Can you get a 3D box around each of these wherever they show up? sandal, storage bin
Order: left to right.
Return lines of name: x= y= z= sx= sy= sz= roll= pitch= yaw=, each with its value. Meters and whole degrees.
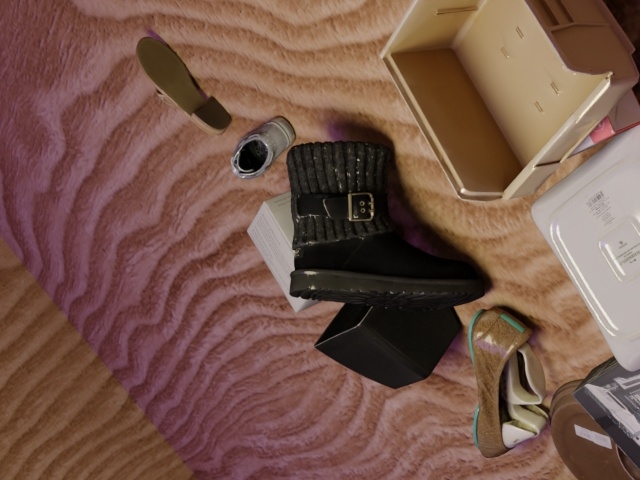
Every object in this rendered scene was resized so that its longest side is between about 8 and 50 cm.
sandal: x=-0.281 y=-0.281 z=2.086 sx=0.240 sy=0.088 sz=0.079 roll=45 pitch=143 yaw=2
storage bin: x=0.227 y=-0.220 z=1.333 sx=0.260 sy=0.123 sz=0.262 roll=64 pitch=147 yaw=22

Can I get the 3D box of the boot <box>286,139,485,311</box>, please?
boot: x=0.110 y=-0.027 z=1.770 sx=0.131 sy=0.348 sz=0.260 roll=143 pitch=131 yaw=-67

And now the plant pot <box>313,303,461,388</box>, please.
plant pot: x=0.132 y=0.158 z=1.916 sx=0.167 sy=0.187 sz=0.188 roll=44 pitch=150 yaw=-8

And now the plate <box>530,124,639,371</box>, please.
plate: x=0.412 y=0.010 z=1.408 sx=0.278 sy=0.045 sz=0.277 roll=62 pitch=143 yaw=14

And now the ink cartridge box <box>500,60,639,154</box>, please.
ink cartridge box: x=0.315 y=-0.166 z=1.407 sx=0.198 sy=0.067 sz=0.115 roll=-30 pitch=83 yaw=60

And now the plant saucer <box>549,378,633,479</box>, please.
plant saucer: x=0.487 y=0.350 z=1.765 sx=0.278 sy=0.041 sz=0.278 roll=35 pitch=146 yaw=28

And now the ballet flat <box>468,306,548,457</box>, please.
ballet flat: x=0.327 y=0.263 z=1.833 sx=0.124 sy=0.116 sz=0.342 roll=19 pitch=131 yaw=34

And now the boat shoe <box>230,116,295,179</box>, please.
boat shoe: x=-0.129 y=-0.161 z=2.013 sx=0.079 sy=0.081 sz=0.227 roll=53 pitch=149 yaw=-2

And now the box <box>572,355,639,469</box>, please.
box: x=0.535 y=0.224 z=1.484 sx=0.242 sy=0.076 sz=0.307 roll=49 pitch=139 yaw=6

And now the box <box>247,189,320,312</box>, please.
box: x=0.000 y=0.000 z=1.884 sx=0.182 sy=0.181 sz=0.119 roll=59 pitch=150 yaw=14

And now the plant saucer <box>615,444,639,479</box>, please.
plant saucer: x=0.534 y=0.313 z=1.624 sx=0.168 sy=0.029 sz=0.168 roll=11 pitch=113 yaw=27
